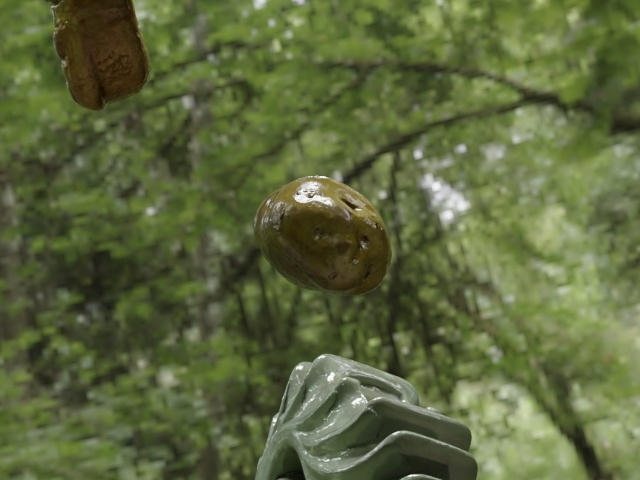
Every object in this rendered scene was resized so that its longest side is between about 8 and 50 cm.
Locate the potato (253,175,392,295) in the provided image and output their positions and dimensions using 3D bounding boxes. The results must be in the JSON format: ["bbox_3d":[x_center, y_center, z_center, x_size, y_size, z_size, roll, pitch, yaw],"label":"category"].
[{"bbox_3d":[0.000,0.000,2.454,0.195,0.177,0.369,-4,-4,-11],"label":"potato"}]

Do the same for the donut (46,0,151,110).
[{"bbox_3d":[-0.295,-0.284,2.150,0.113,0.227,0.226,-16,-12,-4],"label":"donut"}]

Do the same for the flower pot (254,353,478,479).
[{"bbox_3d":[0.049,0.283,1.806,0.164,0.254,0.367,20,3,-23],"label":"flower pot"}]
